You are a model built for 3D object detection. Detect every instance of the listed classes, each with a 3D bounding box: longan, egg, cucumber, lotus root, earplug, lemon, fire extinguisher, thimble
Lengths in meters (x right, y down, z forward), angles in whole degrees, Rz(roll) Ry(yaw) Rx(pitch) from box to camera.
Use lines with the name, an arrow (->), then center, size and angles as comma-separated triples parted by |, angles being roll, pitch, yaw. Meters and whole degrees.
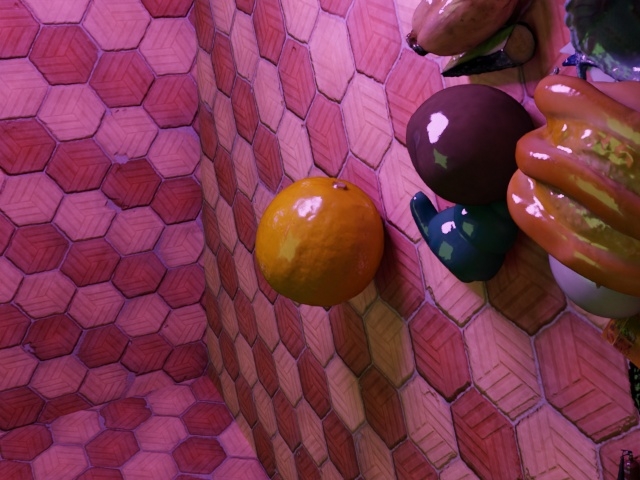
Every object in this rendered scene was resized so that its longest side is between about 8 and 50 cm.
longan -> 0.262, -0.169, 1.284 | 0.248, 0.248, 0.248 | 37, 133, 54
egg -> 0.439, 0.033, 1.124 | 0.149, 0.150, 0.192 | 107, 149, -46
cucumber -> 0.310, -0.338, 1.336 | 0.078, 0.062, 0.211 | -58, 17, -10
lotus root -> 0.260, -0.427, 1.282 | 0.257, 0.140, 0.154 | -36, 52, 44
earplug -> 0.291, -0.023, 1.452 | 0.280, 0.164, 0.257 | -47, 21, 47
lemon -> 0.000, 0.000, 1.818 | 0.348, 0.348, 0.347 | 37, 133, 54
fire extinguisher -> 0.531, 0.399, 1.247 | 0.046, 0.032, 0.100 | -52, -45, -78
thimble -> 0.431, -0.299, 0.926 | 0.198, 0.143, 0.235 | 54, 170, -26

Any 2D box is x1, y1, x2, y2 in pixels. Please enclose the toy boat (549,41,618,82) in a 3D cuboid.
toy boat -> 0.424, -0.284, 1.119 | 0.210, 0.070, 0.291 | -9, 89, 60

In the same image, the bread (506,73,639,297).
bread -> 0.386, -0.073, 0.945 | 0.316, 0.211, 0.270 | 41, 153, 32

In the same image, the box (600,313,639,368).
box -> 0.495, 0.145, 1.107 | 0.089, 0.022, 0.156 | -63, 14, 14

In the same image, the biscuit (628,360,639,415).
biscuit -> 0.549, 0.227, 1.094 | 0.194, 0.053, 0.194 | 37, 132, 55
